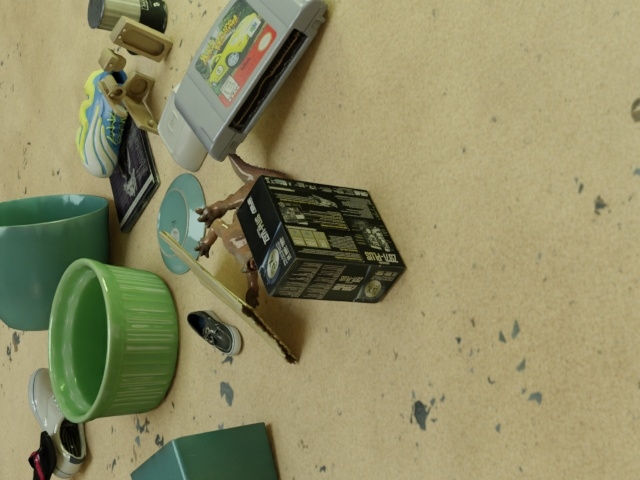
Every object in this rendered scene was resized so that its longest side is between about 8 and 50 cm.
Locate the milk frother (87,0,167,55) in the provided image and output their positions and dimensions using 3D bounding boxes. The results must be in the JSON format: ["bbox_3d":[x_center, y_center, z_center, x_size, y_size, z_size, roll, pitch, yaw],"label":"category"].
[{"bbox_3d":[-0.397,-0.430,1.987,0.129,0.134,0.143,55,129,44],"label":"milk frother"}]

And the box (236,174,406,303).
[{"bbox_3d":[0.000,0.000,1.318,0.077,0.180,0.147,-54,46,35],"label":"box"}]

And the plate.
[{"bbox_3d":[-0.264,-0.031,1.842,0.188,0.024,0.188,-11,76,54],"label":"plate"}]

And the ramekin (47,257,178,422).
[{"bbox_3d":[-0.389,0.189,1.886,0.303,0.148,0.303,-9,79,54],"label":"ramekin"}]

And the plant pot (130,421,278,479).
[{"bbox_3d":[-0.155,0.423,1.512,0.165,0.165,0.234,-43,59,44],"label":"plant pot"}]

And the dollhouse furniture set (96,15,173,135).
[{"bbox_3d":[-0.340,-0.310,1.906,0.151,0.144,0.123,-50,50,20],"label":"dollhouse furniture set"}]

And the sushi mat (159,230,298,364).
[{"bbox_3d":[-0.150,0.085,1.572,0.019,0.151,0.316,-43,37,-9],"label":"sushi mat"}]

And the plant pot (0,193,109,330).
[{"bbox_3d":[-0.569,0.049,2.062,0.293,0.293,0.235,16,114,55],"label":"plant pot"}]

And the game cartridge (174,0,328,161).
[{"bbox_3d":[-0.119,-0.289,1.578,0.294,0.060,0.196,-54,39,14],"label":"game cartridge"}]

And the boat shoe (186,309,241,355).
[{"bbox_3d":[-0.180,0.155,1.682,0.142,0.040,0.049,29,110,53],"label":"boat shoe"}]

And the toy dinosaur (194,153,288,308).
[{"bbox_3d":[-0.083,-0.036,1.507,0.200,0.127,0.296,-36,42,37],"label":"toy dinosaur"}]

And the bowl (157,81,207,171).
[{"bbox_3d":[-0.245,-0.211,1.813,0.142,0.053,0.142,-61,42,28],"label":"bowl"}]

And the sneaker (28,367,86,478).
[{"bbox_3d":[-0.558,0.382,2.173,0.091,0.094,0.258,-42,61,33],"label":"sneaker"}]

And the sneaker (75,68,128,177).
[{"bbox_3d":[-0.432,-0.252,2.025,0.126,0.091,0.240,-30,60,48],"label":"sneaker"}]

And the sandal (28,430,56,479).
[{"bbox_3d":[-0.594,0.479,2.118,0.067,0.040,0.179,46,130,37],"label":"sandal"}]

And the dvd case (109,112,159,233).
[{"bbox_3d":[-0.387,-0.150,2.040,0.164,0.018,0.221,-50,47,38],"label":"dvd case"}]
